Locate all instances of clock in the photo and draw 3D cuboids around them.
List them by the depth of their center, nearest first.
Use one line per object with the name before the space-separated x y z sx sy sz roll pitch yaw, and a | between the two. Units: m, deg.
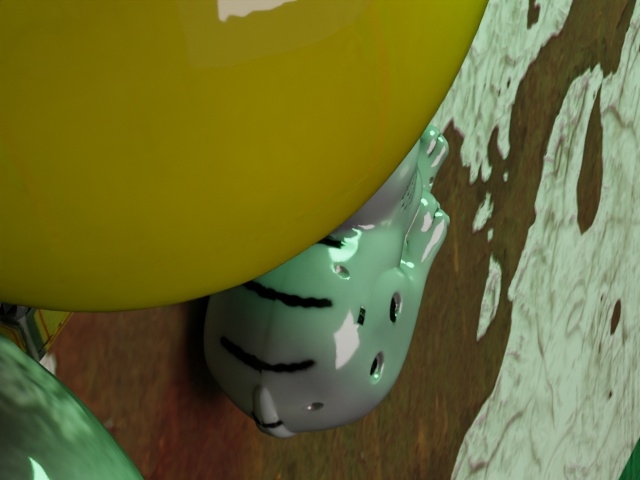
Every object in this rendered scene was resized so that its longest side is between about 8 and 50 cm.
clock | -0.001 0.000 0.893 0.117 0.080 0.176 53 53 -62

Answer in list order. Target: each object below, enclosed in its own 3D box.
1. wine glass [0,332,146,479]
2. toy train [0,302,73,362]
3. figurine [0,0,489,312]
wine glass | -0.151 0.104 0.423 0.323 0.238 0.238 49 57 -56
toy train | -0.082 -0.041 0.712 0.202 0.060 0.081 -59 157 -32
figurine | -0.079 -0.136 0.349 0.343 0.187 0.215 65 13 -44
